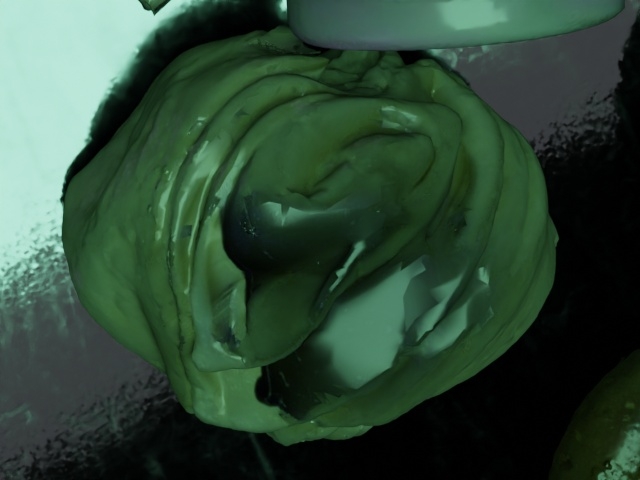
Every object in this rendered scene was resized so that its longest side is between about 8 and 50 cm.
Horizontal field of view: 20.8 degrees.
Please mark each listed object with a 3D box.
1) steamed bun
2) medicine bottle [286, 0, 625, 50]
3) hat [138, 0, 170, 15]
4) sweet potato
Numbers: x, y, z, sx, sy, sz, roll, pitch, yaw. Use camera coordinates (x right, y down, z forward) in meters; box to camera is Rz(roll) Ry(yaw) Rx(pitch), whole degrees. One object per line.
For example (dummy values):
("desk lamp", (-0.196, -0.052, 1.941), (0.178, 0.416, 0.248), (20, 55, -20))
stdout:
("steamed bun", (0.000, 0.000, 1.120), (0.320, 0.206, 0.275), (-18, 108, -6))
("medicine bottle", (0.070, -0.284, 1.021), (0.212, 0.212, 0.326), (-7, 105, -7))
("hat", (-0.165, -0.261, 1.063), (0.226, 0.219, 0.164), (29, 64, 15))
("sweet potato", (0.227, 0.164, 1.266), (0.124, 0.098, 0.310), (24, 102, -37))
